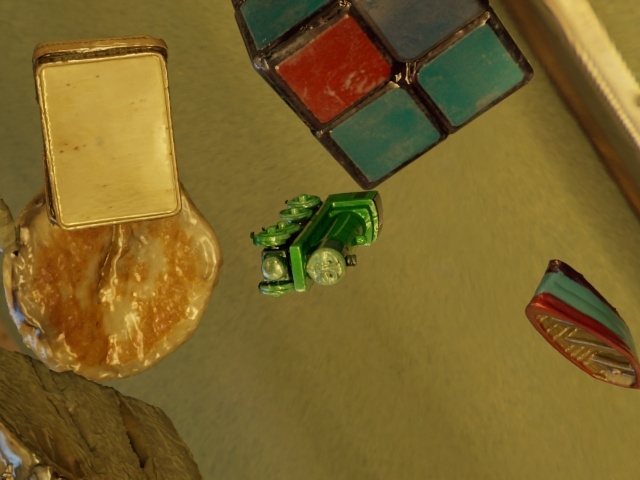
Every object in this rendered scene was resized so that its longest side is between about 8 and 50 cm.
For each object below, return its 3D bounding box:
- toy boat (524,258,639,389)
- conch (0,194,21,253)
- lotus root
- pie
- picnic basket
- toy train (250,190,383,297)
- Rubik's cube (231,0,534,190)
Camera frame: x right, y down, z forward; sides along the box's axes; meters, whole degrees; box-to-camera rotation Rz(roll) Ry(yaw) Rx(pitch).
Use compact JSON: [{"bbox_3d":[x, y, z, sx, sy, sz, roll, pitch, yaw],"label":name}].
[{"bbox_3d":[0.378,0.127,1.783,0.136,0.392,0.079,11,72,33],"label":"toy boat"},{"bbox_3d":[-0.321,-0.084,0.986,0.137,0.114,0.233,25,129,16],"label":"conch"},{"bbox_3d":[-0.219,0.215,1.042,0.267,0.260,0.149,28,98,-37],"label":"lotus root"},{"bbox_3d":[-0.297,0.042,1.795,0.339,0.077,0.339,-1,92,-37],"label":"pie"},{"bbox_3d":[-0.185,-0.095,1.081,0.115,0.079,0.164,-6,112,-12],"label":"picnic basket"},{"bbox_3d":[0.000,0.000,1.454,0.119,0.251,0.085,-4,106,12],"label":"toy train"},{"bbox_3d":[0.076,-0.324,1.826,0.318,0.313,0.316,-34,131,12],"label":"Rubik's cube"}]
